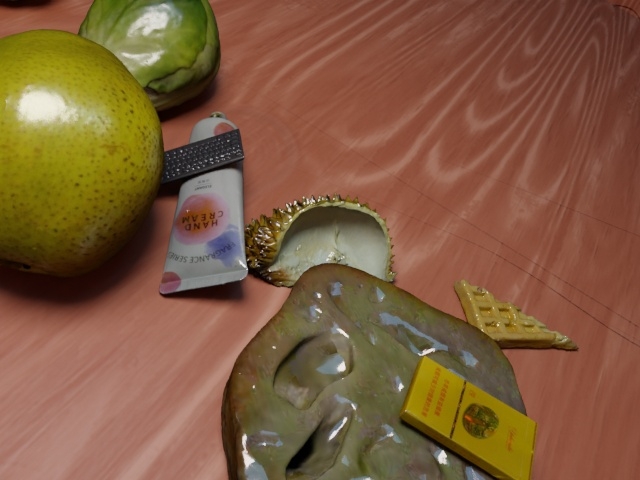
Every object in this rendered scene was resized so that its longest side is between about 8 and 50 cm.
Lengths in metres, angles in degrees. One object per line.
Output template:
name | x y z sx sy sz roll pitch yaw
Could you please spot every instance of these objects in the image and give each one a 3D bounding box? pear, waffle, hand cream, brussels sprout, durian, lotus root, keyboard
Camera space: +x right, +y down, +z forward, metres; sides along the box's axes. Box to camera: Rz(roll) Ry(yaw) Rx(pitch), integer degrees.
pear | -0.327 -0.098 0.652 0.294 0.294 0.294 10 50 -13
waffle | 0.319 0.119 0.874 0.191 0.032 0.125 4 49 -20
hand cream | -0.166 -0.074 0.810 0.125 0.077 0.340 -10 52 8
brussels sprout | -0.284 -0.321 0.897 0.220 0.210 0.271 27 63 8
durian | 0.000 0.000 0.805 0.252 0.144 0.139 1 74 -26
lotus root | 0.064 0.194 0.668 0.391 0.111 0.374 -9 54 -27
keyboard | -0.214 -0.115 0.810 0.202 0.011 0.067 -17 58 3

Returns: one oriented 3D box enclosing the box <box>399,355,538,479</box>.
box | 0.171 0.205 0.616 0.155 0.023 0.087 31 41 4
